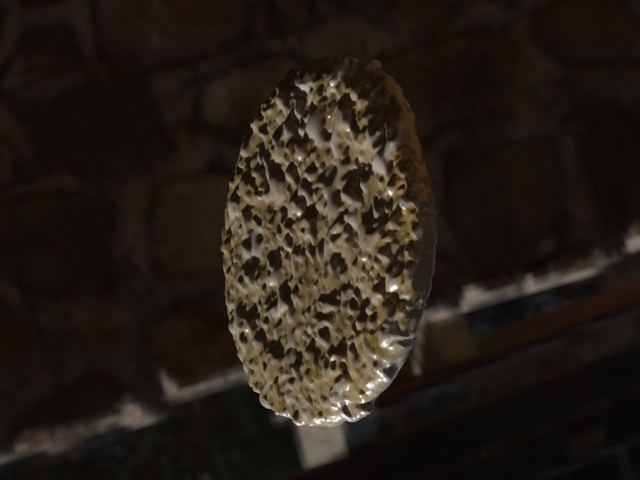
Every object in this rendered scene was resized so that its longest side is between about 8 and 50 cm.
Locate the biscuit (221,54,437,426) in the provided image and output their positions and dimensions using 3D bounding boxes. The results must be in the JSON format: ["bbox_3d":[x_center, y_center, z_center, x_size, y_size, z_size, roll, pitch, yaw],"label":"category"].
[{"bbox_3d":[0.000,0.000,0.589,0.015,0.120,0.120,4,170,-32],"label":"biscuit"}]
